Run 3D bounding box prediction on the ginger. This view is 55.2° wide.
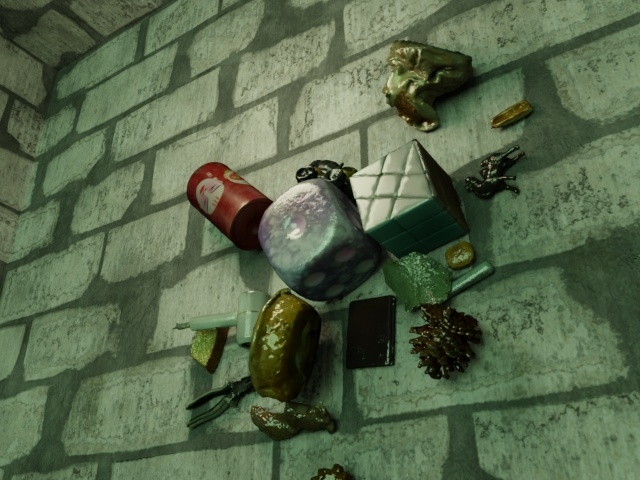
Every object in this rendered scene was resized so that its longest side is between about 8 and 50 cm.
[{"bbox_3d":[-0.092,0.513,1.752,0.290,0.122,0.084,-14,27,34],"label":"ginger"}]

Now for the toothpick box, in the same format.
[{"bbox_3d":[-0.315,-0.127,2.186,0.204,0.204,0.333,-54,47,0],"label":"toothpick box"}]

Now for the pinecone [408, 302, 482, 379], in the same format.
[{"bbox_3d":[0.312,0.254,1.550,0.179,0.150,0.195,16,73,11],"label":"pinecone"}]

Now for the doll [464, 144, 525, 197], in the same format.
[{"bbox_3d":[0.486,-0.187,1.728,0.165,0.057,0.139,-5,67,40],"label":"doll"}]

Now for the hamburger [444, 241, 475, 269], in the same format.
[{"bbox_3d":[0.383,0.042,1.687,0.083,0.044,0.076,-30,53,17],"label":"hamburger"}]

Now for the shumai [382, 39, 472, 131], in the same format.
[{"bbox_3d":[0.325,-0.491,1.953,0.314,0.267,0.262,-110,32,-66],"label":"shumai"}]

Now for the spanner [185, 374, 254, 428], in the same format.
[{"bbox_3d":[-0.310,0.502,1.955,0.325,0.040,0.096,-32,51,20],"label":"spanner"}]

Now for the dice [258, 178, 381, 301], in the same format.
[{"bbox_3d":[0.000,0.000,1.825,0.270,0.271,0.270,-39,55,13],"label":"dice"}]

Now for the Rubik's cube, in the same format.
[{"bbox_3d":[0.252,-0.106,1.740,0.231,0.224,0.221,-28,51,23],"label":"Rubik's cube"}]

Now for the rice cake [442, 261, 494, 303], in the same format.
[{"bbox_3d":[0.374,0.124,1.657,0.207,0.033,0.033,-36,43,16],"label":"rice cake"}]

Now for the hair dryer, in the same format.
[{"bbox_3d":[-0.332,0.277,2.012,0.357,0.107,0.173,-10,60,20],"label":"hair dryer"}]

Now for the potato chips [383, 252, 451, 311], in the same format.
[{"bbox_3d":[0.257,0.118,1.713,0.228,0.059,0.167,-13,70,40],"label":"potato chips"}]

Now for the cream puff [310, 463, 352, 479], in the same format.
[{"bbox_3d":[0.033,0.645,1.598,0.122,0.094,0.116,-6,65,8],"label":"cream puff"}]

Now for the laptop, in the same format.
[{"bbox_3d":[0.144,0.264,1.760,0.154,0.026,0.207,-14,58,33],"label":"laptop"}]

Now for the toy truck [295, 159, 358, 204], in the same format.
[{"bbox_3d":[0.037,-0.198,2.018,0.224,0.147,0.165,9,50,36],"label":"toy truck"}]

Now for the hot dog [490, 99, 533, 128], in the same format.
[{"bbox_3d":[0.555,-0.362,1.783,0.133,0.041,0.056,-28,53,13],"label":"hot dog"}]

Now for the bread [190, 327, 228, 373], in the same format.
[{"bbox_3d":[-0.377,0.349,2.075,0.103,0.065,0.187,7,72,33],"label":"bread"}]

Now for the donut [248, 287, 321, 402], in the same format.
[{"bbox_3d":[-0.089,0.301,1.713,0.160,0.330,0.330,17,77,17],"label":"donut"}]
